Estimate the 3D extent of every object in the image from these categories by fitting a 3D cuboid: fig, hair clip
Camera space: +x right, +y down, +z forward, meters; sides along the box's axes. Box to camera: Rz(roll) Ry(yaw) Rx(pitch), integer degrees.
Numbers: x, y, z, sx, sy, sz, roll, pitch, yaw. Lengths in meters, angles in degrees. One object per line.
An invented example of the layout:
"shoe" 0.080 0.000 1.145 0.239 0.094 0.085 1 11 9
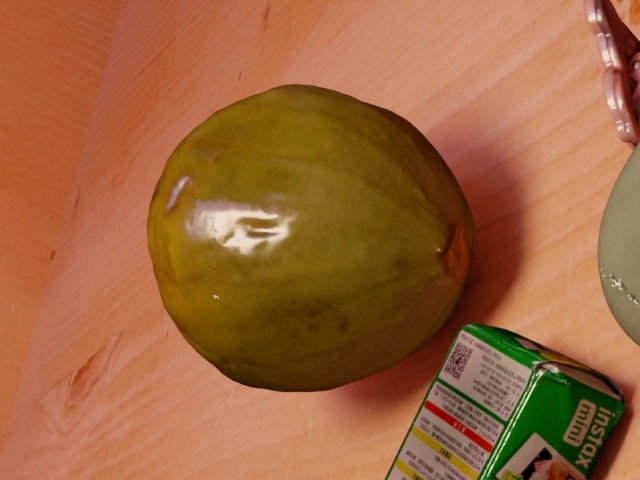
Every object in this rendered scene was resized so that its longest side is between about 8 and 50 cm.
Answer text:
"fig" 0.004 0.001 1.746 0.343 0.343 0.343 -47 29 37
"hair clip" 0.283 -0.146 1.544 0.102 0.123 0.138 13 74 46

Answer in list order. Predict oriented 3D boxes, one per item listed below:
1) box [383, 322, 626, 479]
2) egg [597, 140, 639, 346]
"box" 0.149 0.204 1.489 0.250 0.103 0.180 -63 23 2
"egg" 0.319 -0.021 1.215 0.282 0.203 0.203 -45 30 31
